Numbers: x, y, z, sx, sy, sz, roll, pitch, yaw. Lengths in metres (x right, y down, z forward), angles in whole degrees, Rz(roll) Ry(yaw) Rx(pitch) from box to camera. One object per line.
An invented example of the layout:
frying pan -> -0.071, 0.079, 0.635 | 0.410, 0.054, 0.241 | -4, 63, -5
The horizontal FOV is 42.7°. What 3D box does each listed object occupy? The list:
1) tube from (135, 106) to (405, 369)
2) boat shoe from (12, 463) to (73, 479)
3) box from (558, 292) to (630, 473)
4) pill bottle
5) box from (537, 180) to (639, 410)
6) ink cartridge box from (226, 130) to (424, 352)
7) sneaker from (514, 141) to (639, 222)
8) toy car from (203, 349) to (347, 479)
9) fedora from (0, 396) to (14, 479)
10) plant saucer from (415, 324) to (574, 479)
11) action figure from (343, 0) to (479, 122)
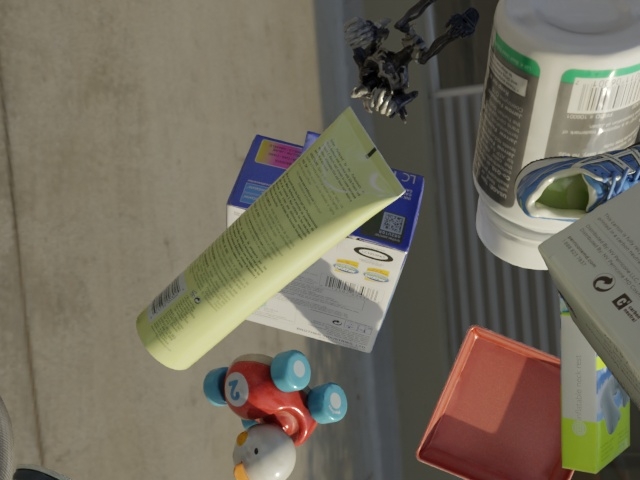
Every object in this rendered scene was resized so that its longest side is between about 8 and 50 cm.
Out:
tube -> -0.043, 0.008, 0.631 | 0.070, 0.240, 0.062 | 46, 18, -6
boat shoe -> -0.397, 0.440, 1.326 | 0.095, 0.254, 0.079 | 98, 16, -60
box -> 0.283, 0.135, 0.842 | 0.109, 0.042, 0.178 | -7, 97, -52
pill bottle -> 0.311, -0.144, 1.087 | 0.204, 0.204, 0.361 | -75, 169, -45
box -> 0.296, 0.043, 0.615 | 0.119, 0.182, 0.181 | 52, 8, -42
ink cartridge box -> 0.000, 0.000, 1.275 | 0.395, 0.270, 0.151 | 100, 6, -58
sneaker -> 0.296, -0.051, 0.806 | 0.081, 0.211, 0.080 | -44, 121, -64
toy car -> -0.106, 0.346, 1.465 | 0.210, 0.219, 0.238 | 46, 43, -29
fedora -> -0.561, 0.283, 1.133 | 0.244, 0.124, 0.275 | -20, 96, -29
plant saucer -> 0.327, 0.301, 1.407 | 0.048, 0.259, 0.258 | -60, 172, -82
action figure -> 0.106, -0.277, 1.246 | 0.141, 0.276, 0.164 | -23, 78, -39
